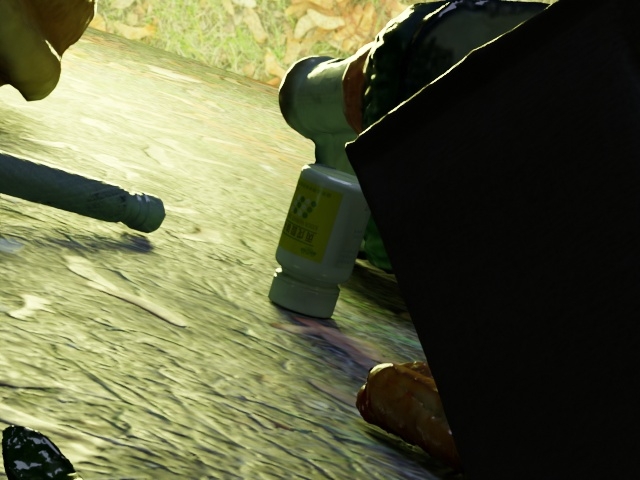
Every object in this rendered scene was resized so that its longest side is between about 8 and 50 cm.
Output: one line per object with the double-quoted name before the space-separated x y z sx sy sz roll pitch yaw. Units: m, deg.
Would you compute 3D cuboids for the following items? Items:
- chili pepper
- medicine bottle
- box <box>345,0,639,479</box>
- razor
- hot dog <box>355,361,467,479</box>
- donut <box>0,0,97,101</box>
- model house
"chili pepper" -0.076 0.085 0.571 0.055 0.035 0.118 33 10 -9
"medicine bottle" 0.000 0.000 1.111 0.047 0.083 0.047 18 8 -2
"box" 0.225 0.010 0.729 0.345 0.251 0.204 9 55 -51
"razor" -0.177 -0.035 1.113 0.106 0.068 0.232 26 5 41
"hot dog" 0.073 0.088 0.844 0.144 0.038 0.062 22 12 40
"donut" -0.334 -0.310 1.535 0.449 0.198 0.449 57 -5 8
"model house" 0.081 -0.056 1.314 0.253 0.184 0.291 -2 -1 -32
